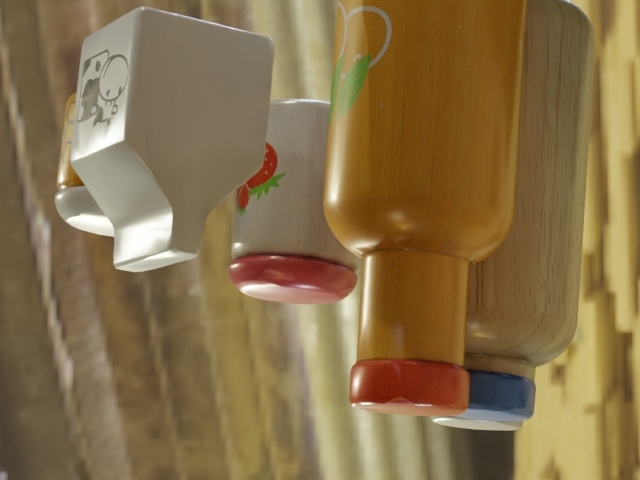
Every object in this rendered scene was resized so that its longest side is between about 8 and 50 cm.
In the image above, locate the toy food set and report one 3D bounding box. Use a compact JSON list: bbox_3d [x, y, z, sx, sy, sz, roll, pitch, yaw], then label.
[{"bbox_3d":[0.000,0.000,0.468,0.111,0.232,0.105,11,-102,-29],"label":"toy food set"}]
